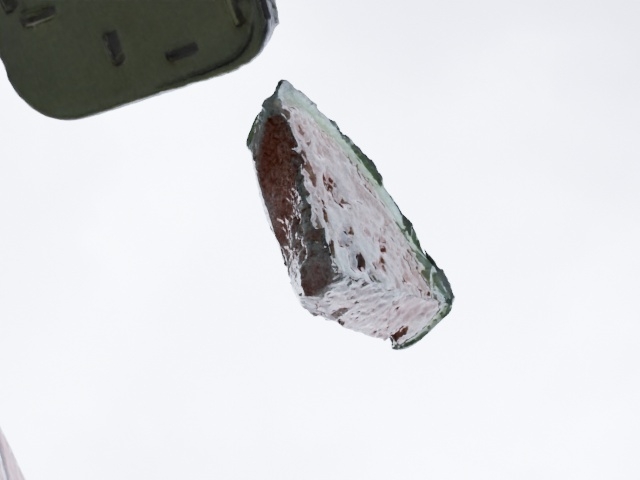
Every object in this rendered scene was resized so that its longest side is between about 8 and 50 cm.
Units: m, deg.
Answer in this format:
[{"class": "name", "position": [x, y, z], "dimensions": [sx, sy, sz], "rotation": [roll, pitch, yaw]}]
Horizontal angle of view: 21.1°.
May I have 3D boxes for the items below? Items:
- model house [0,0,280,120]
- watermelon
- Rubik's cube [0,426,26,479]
[{"class": "model house", "position": [-0.132, -0.242, 1.284], "dimensions": [0.204, 0.279, 0.218], "rotation": [-14, -72, 13]}, {"class": "watermelon", "position": [0.000, 0.000, 1.069], "dimensions": [0.071, 0.139, 0.187], "rotation": [-34, -82, 22]}, {"class": "Rubik's cube", "position": [-0.294, 0.160, 0.982], "dimensions": [0.205, 0.207, 0.205], "rotation": [-21, -158, 3]}]
